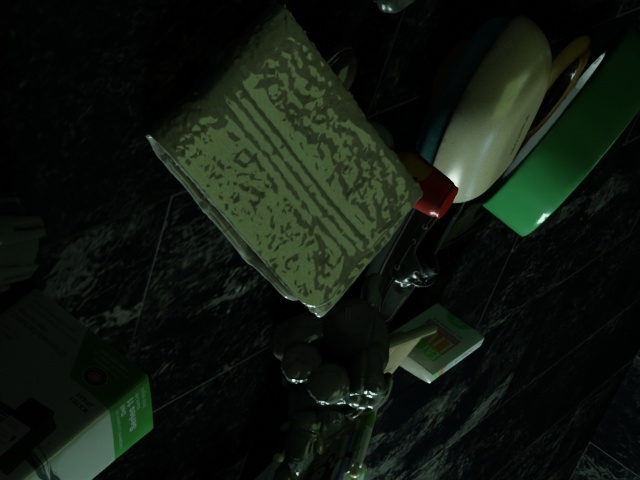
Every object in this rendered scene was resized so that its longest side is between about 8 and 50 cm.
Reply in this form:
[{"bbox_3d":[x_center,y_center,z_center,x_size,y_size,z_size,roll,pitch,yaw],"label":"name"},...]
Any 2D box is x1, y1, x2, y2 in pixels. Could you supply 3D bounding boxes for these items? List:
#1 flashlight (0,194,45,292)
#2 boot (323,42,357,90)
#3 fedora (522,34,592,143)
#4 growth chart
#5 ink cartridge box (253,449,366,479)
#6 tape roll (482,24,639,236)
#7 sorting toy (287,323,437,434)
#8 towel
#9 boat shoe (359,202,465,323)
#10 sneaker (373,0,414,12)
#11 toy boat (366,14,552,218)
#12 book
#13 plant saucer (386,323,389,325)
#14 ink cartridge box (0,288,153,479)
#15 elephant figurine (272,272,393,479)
[{"bbox_3d":[-0.319,0.011,0.961,0.304,0.103,0.103,-10,128,-57],"label":"flashlight"},{"bbox_3d":[0.010,-0.091,1.446,0.082,0.106,0.219,-11,132,-59],"label":"boot"},{"bbox_3d":[0.282,-0.212,1.838,0.194,0.079,0.194,-47,166,-16],"label":"fedora"},{"bbox_3d":[-0.010,0.314,1.873,0.237,0.021,0.172,-36,-157,33],"label":"growth chart"},{"bbox_3d":[-0.041,0.375,1.980,0.209,0.109,0.062,-41,153,-28],"label":"ink cartridge box"},{"bbox_3d":[0.354,-0.152,1.921,0.321,0.077,0.321,-51,178,-2],"label":"tape roll"},{"bbox_3d":[0.057,0.196,1.985,0.208,0.038,0.193,-49,161,27],"label":"sorting toy"},{"bbox_3d":[-0.027,-0.072,1.338,0.187,0.049,0.282,-49,125,-16],"label":"towel"},{"bbox_3d":[0.129,0.022,1.843,0.080,0.076,0.228,14,105,-55],"label":"boat shoe"},{"bbox_3d":[0.153,-0.313,1.419,0.234,0.106,0.078,-48,155,-16],"label":"sneaker"},{"bbox_3d":[0.150,-0.143,1.635,0.318,0.148,0.267,-42,160,-45],"label":"toy boat"},{"bbox_3d":[0.173,0.159,2.113,0.144,0.096,0.035,-29,146,-46],"label":"book"},{"bbox_3d":[0.068,0.110,1.940,0.119,0.021,0.119,-42,153,-27],"label":"plant saucer"},{"bbox_3d":[-0.272,0.161,1.189,0.208,0.153,0.086,-40,152,-32],"label":"ink cartridge box"},{"bbox_3d":[0.009,0.191,1.792,0.186,0.169,0.239,-13,146,-12],"label":"elephant figurine"}]
